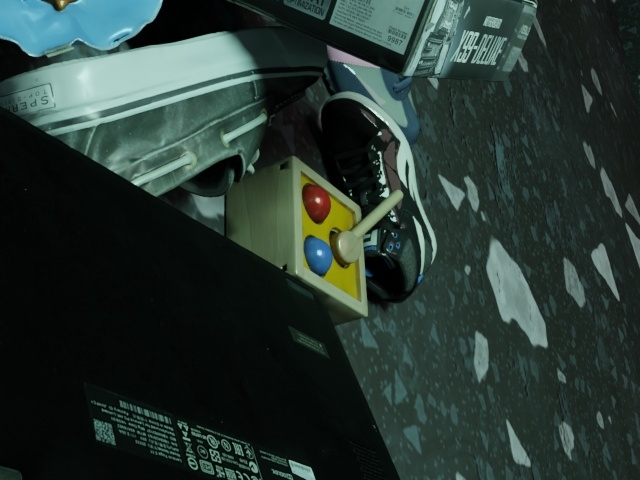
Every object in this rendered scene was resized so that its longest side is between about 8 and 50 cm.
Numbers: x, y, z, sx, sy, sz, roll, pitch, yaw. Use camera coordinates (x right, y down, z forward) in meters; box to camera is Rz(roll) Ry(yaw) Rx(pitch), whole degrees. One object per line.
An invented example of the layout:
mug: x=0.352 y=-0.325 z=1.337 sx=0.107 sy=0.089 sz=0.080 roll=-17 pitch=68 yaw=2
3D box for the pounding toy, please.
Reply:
pounding toy: x=0.000 y=0.000 z=0.848 sx=0.141 sy=0.100 sz=0.130 roll=34 pitch=46 yaw=-49

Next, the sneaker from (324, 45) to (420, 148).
sneaker: x=0.057 y=-0.246 z=1.069 sx=0.319 sy=0.131 sz=0.112 roll=62 pitch=29 yaw=-16

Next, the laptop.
laptop: x=-0.131 y=0.176 z=0.514 sx=0.382 sy=0.236 sz=0.408 roll=34 pitch=25 yaw=-46

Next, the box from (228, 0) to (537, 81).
box: x=-0.003 y=-0.217 z=0.795 sx=0.242 sy=0.307 sz=0.076 roll=-15 pitch=129 yaw=-61

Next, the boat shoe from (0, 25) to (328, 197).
boat shoe: x=-0.100 y=-0.089 z=0.737 sx=0.335 sy=0.121 sz=0.119 roll=-28 pitch=110 yaw=-53

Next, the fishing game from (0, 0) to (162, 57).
fishing game: x=-0.177 y=-0.199 z=0.605 sx=0.264 sy=0.041 sz=0.189 roll=-14 pitch=77 yaw=-38

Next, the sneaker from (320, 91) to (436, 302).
sneaker: x=0.054 y=-0.037 z=0.990 sx=0.217 sy=0.079 sz=0.121 roll=62 pitch=28 yaw=-19
